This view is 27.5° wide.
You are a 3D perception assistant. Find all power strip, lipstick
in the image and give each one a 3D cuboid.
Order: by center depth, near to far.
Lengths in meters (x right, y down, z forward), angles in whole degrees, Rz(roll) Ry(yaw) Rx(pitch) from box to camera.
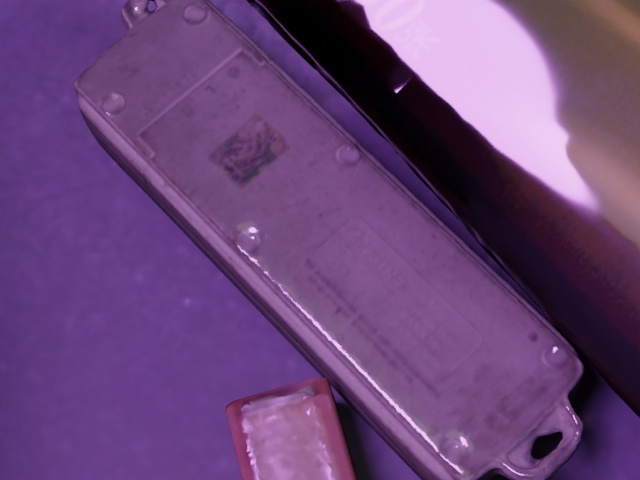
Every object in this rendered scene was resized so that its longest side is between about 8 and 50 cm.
[{"bbox_3d":[0.003,0.129,0.502,0.045,0.045,0.145,-15,69,-3],"label":"lipstick"},{"bbox_3d":[0.001,0.000,0.549,0.078,0.052,0.272,-42,72,-11],"label":"power strip"}]

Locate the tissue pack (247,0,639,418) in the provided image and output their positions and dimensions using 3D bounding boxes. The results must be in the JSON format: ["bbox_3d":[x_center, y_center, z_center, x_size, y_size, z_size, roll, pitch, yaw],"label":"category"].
[{"bbox_3d":[0.173,-0.009,0.438,0.210,0.198,0.370,-42,78,1],"label":"tissue pack"}]
